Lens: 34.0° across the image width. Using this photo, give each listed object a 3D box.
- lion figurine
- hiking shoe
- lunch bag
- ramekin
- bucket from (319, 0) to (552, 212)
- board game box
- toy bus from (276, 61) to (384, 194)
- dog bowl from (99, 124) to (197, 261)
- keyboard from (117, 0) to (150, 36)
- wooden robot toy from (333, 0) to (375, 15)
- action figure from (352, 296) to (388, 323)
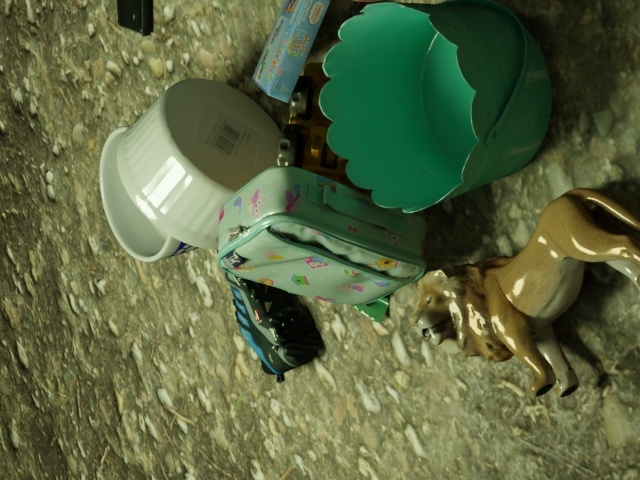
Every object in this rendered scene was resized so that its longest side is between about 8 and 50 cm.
[{"bbox_3d":[0.291,0.046,1.350,0.392,0.142,0.240,-49,56,30],"label":"lion figurine"},{"bbox_3d":[-0.123,0.102,1.854,0.132,0.113,0.304,-40,71,48],"label":"hiking shoe"},{"bbox_3d":[0.000,0.000,1.479,0.224,0.279,0.108,-28,51,54],"label":"lunch bag"},{"bbox_3d":[-0.183,-0.136,1.733,0.135,0.277,0.277,-45,67,39],"label":"ramekin"},{"bbox_3d":[0.155,-0.185,1.375,0.281,0.183,0.281,19,116,45],"label":"bucket"},{"bbox_3d":[-0.048,-0.298,1.572,0.211,0.039,0.160,-122,55,-73],"label":"board game box"},{"bbox_3d":[0.022,-0.126,1.581,0.211,0.149,0.220,90,-171,-61],"label":"toy bus"},{"bbox_3d":[-0.318,-0.097,2.032,0.264,0.104,0.265,18,115,46],"label":"dog bowl"},{"bbox_3d":[-0.333,-0.545,1.966,0.201,0.033,0.317,30,124,49],"label":"keyboard"},{"bbox_3d":[0.039,-0.393,1.541,0.173,0.076,0.079,52,125,25],"label":"wooden robot toy"},{"bbox_3d":[0.012,0.040,1.715,0.232,0.063,0.137,21,113,45],"label":"action figure"}]
